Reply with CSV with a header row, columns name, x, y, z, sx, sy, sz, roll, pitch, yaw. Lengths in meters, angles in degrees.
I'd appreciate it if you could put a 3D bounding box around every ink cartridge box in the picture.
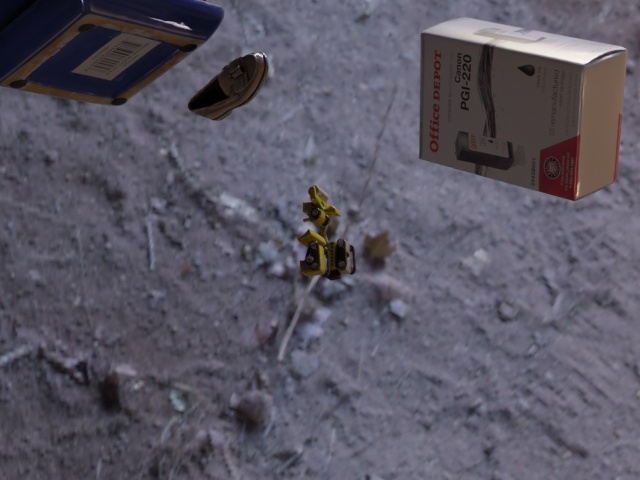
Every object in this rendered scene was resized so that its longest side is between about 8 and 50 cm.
name,x,y,z,sx,sy,sz,roll,pitch,yaw
ink cartridge box,0.218,-0.150,1.474,0.218,0.159,0.092,20,31,40

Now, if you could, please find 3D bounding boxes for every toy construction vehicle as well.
name,x,y,z,sx,sy,sz,roll,pitch,yaw
toy construction vehicle,0.000,0.000,1.351,0.035,0.086,0.098,-16,65,25

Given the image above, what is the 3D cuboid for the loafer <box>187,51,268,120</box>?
name,x,y,z,sx,sy,sz,roll,pitch,yaw
loafer,-0.101,-0.166,1.442,0.039,0.125,0.045,3,67,-34

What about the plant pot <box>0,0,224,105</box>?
name,x,y,z,sx,sy,sz,roll,pitch,yaw
plant pot,-0.252,-0.282,1.439,0.236,0.236,0.212,7,62,-47
